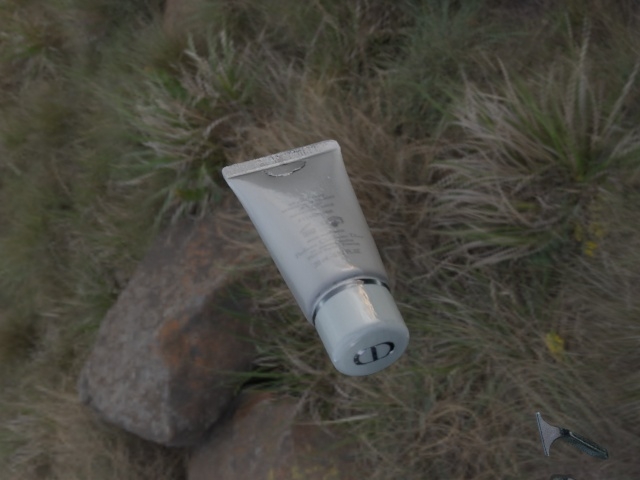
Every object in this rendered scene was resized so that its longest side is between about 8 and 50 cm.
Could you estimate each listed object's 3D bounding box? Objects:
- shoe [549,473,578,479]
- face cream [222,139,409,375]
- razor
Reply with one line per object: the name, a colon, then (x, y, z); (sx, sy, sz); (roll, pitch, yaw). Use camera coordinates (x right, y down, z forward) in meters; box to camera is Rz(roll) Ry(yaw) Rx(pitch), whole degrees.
shoe: (0.230, 0.240, 0.753); (0.108, 0.241, 0.093); (149, 105, -74)
face cream: (0.000, 0.000, 0.928); (0.143, 0.089, 0.314); (-17, 50, -10)
razor: (0.394, 0.311, 1.332); (0.033, 0.190, 0.066); (-29, 51, 33)
